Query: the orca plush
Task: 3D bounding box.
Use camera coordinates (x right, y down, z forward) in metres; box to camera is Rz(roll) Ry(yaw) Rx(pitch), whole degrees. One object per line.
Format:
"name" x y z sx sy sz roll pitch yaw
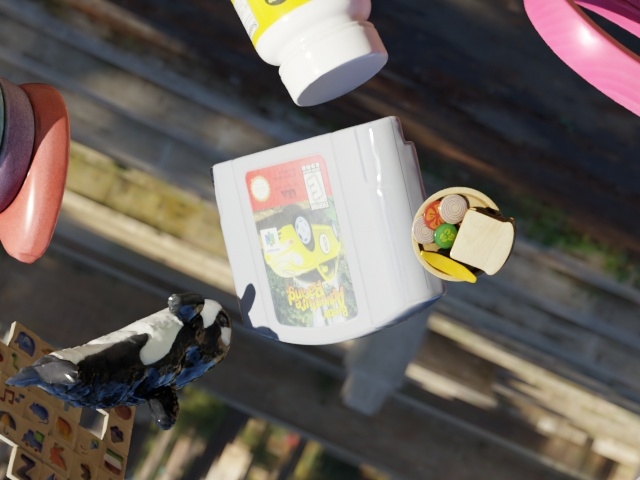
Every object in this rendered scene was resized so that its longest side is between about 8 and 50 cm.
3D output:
"orca plush" -0.162 0.129 1.619 0.102 0.151 0.287 56 -163 12

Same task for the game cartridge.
"game cartridge" 0.000 0.000 1.609 0.060 0.196 0.294 -18 -176 -35

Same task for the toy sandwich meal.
"toy sandwich meal" 0.116 -0.003 1.365 0.085 0.086 0.029 24 -175 -5

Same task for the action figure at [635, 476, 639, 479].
"action figure" 0.297 0.298 1.311 0.285 0.185 0.099 46 153 -9

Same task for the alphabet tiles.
"alphabet tiles" -0.311 0.208 1.938 0.009 0.198 0.237 -30 126 31

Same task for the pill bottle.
"pill bottle" -0.025 -0.240 1.596 0.208 0.119 0.119 63 -175 12

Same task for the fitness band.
"fitness band" 0.322 -0.172 1.596 0.290 0.054 0.209 28 -147 -12

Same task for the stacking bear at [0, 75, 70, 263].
"stacking bear" -0.392 -0.099 1.549 0.289 0.164 0.175 13 -167 -37
